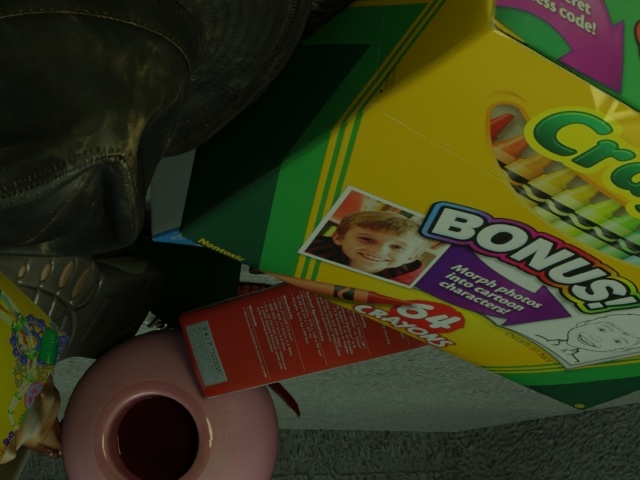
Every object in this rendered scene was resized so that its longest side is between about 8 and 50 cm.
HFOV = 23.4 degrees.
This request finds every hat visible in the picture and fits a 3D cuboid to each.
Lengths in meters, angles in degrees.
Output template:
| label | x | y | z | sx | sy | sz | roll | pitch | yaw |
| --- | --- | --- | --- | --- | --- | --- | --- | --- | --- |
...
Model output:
| label | x | y | z | sx | sy | sz | roll | pitch | yaw |
| --- | --- | --- | --- | --- | --- | --- | --- | --- | --- |
| hat | -0.159 | -0.064 | 0.861 | 0.331 | 0.134 | 0.331 | -5 | 155 | -2 |
| hat | -0.136 | 0.096 | 1.620 | 0.208 | 0.183 | 0.173 | -4 | 169 | 4 |

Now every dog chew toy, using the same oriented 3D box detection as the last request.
| label | x | y | z | sx | sy | sz | roll | pitch | yaw |
| --- | --- | --- | --- | --- | --- | --- | --- | --- | --- |
| dog chew toy | -0.134 | 0.196 | 1.546 | 0.206 | 0.206 | 0.332 | -4 | 174 | 5 |

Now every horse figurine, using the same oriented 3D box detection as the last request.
| label | x | y | z | sx | sy | sz | roll | pitch | yaw |
| --- | --- | --- | --- | --- | --- | --- | --- | --- | --- |
| horse figurine | -0.303 | 0.154 | 1.514 | 0.066 | 0.174 | 0.263 | 8 | -169 | 16 |

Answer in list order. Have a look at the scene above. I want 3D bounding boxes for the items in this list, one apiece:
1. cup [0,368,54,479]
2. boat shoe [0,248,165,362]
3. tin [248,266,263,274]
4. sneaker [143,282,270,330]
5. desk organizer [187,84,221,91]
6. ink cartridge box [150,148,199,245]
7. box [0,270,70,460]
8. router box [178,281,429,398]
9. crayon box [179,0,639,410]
| label | x | y | z | sx | sy | sz | roll | pitch | yaw |
| --- | --- | --- | --- | --- | --- | --- | --- | --- | --- |
| cup | -0.449 | 0.136 | 1.548 | 0.237 | 0.331 | 0.331 | 15 | 173 | 18 |
| boat shoe | -0.269 | 0.040 | 1.407 | 0.130 | 0.132 | 0.355 | 33 | -177 | 15 |
| tin | 0.000 | 0.000 | 1.531 | 0.106 | 0.040 | 0.189 | 0 | 168 | -33 |
| sneaker | -0.146 | 0.096 | 1.833 | 0.225 | 0.093 | 0.088 | 6 | 165 | -33 |
| desk organizer | -0.125 | -0.114 | 0.989 | 0.130 | 0.047 | 0.050 | 1 | 169 | -17 |
| ink cartridge box | -0.024 | -0.039 | 1.267 | 0.190 | 0.082 | 0.139 | 6 | 165 | -41 |
| box | -0.403 | 0.066 | 1.151 | 0.279 | 0.177 | 0.290 | -13 | 129 | 40 |
| router box | 0.095 | 0.040 | 1.397 | 0.301 | 0.082 | 0.335 | -18 | 179 | 42 |
| crayon box | 0.147 | -0.028 | 0.988 | 0.363 | 0.106 | 0.313 | 24 | 149 | -27 |
